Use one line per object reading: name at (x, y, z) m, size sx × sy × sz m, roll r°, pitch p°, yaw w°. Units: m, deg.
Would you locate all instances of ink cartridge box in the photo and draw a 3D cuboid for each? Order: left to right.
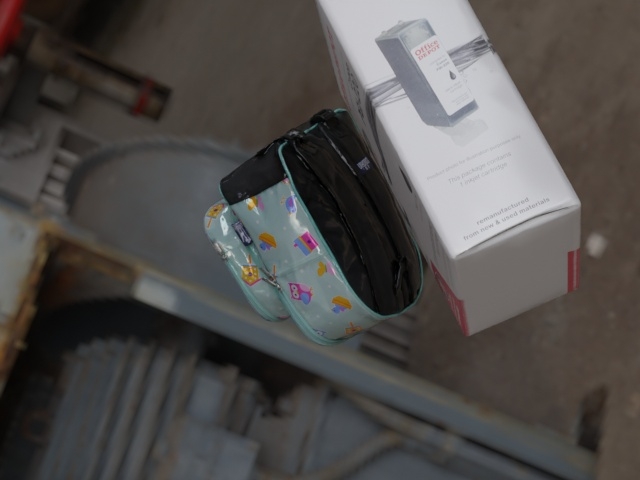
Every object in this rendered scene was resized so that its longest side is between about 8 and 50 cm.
ink cartridge box at (0.084, -0.067, 1.148) m, size 0.158 × 0.092 × 0.218 m, roll 71°, pitch 175°, yaw -67°

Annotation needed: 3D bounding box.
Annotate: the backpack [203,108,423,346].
backpack at (0.000, 0.000, 1.544) m, size 0.144 × 0.188 × 0.166 m, roll -35°, pitch 2°, yaw 28°
